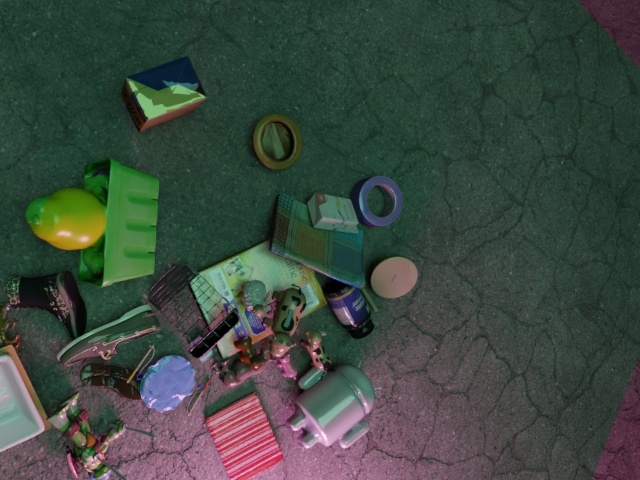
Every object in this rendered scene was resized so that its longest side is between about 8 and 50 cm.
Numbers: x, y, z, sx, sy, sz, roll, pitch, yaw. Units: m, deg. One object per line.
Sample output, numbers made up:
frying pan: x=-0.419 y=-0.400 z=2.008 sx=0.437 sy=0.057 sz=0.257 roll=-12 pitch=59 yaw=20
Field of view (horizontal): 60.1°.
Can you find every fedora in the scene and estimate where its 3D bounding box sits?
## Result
fedora: x=-0.158 y=-0.343 z=1.927 sx=0.194 sy=0.079 sz=0.195 roll=-3 pitch=97 yaw=-26

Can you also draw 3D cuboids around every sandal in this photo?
sandal: x=-0.643 y=0.436 z=1.716 sx=0.219 sy=0.060 sz=0.090 roll=24 pitch=65 yaw=-33

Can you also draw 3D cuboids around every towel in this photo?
towel: x=0.000 y=0.000 z=1.946 sx=0.370 sy=0.040 sz=0.272 roll=24 pitch=45 yaw=-22
towel: x=-0.260 y=0.687 z=1.910 sx=0.198 sy=0.031 sz=0.275 roll=-24 pitch=98 yaw=-20

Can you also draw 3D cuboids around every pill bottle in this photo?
pill bottle: x=0.110 y=0.246 z=2.019 sx=0.122 sy=0.122 sz=0.219 roll=-36 pitch=112 yaw=-20

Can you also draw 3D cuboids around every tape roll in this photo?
tape roll: x=0.211 y=-0.148 z=2.094 sx=0.188 sy=0.080 sz=0.189 roll=0 pitch=89 yaw=-24

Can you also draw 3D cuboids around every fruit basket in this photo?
fruit basket: x=-0.664 y=-0.053 z=1.584 sx=0.391 sy=0.282 sz=0.392 roll=-1 pitch=91 yaw=-39

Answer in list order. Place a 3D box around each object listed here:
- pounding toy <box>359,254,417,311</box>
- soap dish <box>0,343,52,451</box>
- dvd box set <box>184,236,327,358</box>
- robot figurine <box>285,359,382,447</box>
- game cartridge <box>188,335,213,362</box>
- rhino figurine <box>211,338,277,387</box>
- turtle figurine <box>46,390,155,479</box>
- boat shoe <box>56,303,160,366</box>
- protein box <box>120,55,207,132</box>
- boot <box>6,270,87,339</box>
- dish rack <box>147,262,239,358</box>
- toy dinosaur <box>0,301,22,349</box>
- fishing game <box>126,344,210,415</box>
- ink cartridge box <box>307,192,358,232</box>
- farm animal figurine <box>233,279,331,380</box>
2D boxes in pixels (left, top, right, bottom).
pounding toy: x=0.247 y=0.131 z=2.114 sx=0.236 sy=0.110 sz=0.183 roll=-35 pitch=118 yaw=10
soap dish: x=-0.919 y=0.445 z=1.535 sx=0.228 sy=0.118 sz=0.291 roll=-22 pitch=114 yaw=-22
dvd box set: x=-0.214 y=0.174 z=1.913 sx=0.420 sy=0.062 sz=0.308 roll=-26 pitch=100 yaw=-22
robot figurine: x=0.048 y=0.577 z=1.955 sx=0.353 sy=0.200 sz=0.300 roll=-33 pitch=89 yaw=-20
game cartridge: x=-0.398 y=0.363 z=1.855 sx=0.056 sy=0.017 sz=0.083 roll=-36 pitch=104 yaw=-16
rhino figurine: x=-0.241 y=0.415 z=1.895 sx=0.243 sy=0.073 sz=0.106 roll=-25 pitch=97 yaw=-24
turtle figurine: x=-0.655 y=0.572 z=1.645 sx=0.266 sy=0.274 sz=0.198 roll=56 pitch=36 yaw=-10
boat shoe: x=-0.640 y=0.304 z=1.686 sx=0.305 sy=0.109 sz=0.091 roll=-28 pitch=80 yaw=-25
protein box: x=-0.489 y=-0.448 z=1.710 sx=0.199 sy=0.201 sz=0.136 roll=-28 pitch=101 yaw=-22
boot: x=-0.804 y=0.195 z=1.637 sx=0.178 sy=0.085 sz=0.237 roll=-2 pitch=121 yaw=0
dish rack: x=-0.411 y=0.214 z=1.764 sx=0.208 sy=0.074 sz=0.271 roll=-43 pitch=97 yaw=6
toy dinosaur: x=-0.932 y=0.285 z=1.598 sx=0.112 sy=0.064 sz=0.212 roll=21 pitch=72 yaw=-5
fishing game: x=-0.494 y=0.461 z=1.790 sx=0.264 sy=0.041 sz=0.189 roll=39 pitch=73 yaw=-34
ink cartridge box: x=0.060 y=-0.097 z=1.994 sx=0.198 sy=0.067 sz=0.115 roll=8 pitch=51 yaw=-34
farm animal figurine: x=-0.104 y=0.304 z=1.828 sx=0.330 sy=0.172 sz=0.327 roll=7 pitch=85 yaw=-25
